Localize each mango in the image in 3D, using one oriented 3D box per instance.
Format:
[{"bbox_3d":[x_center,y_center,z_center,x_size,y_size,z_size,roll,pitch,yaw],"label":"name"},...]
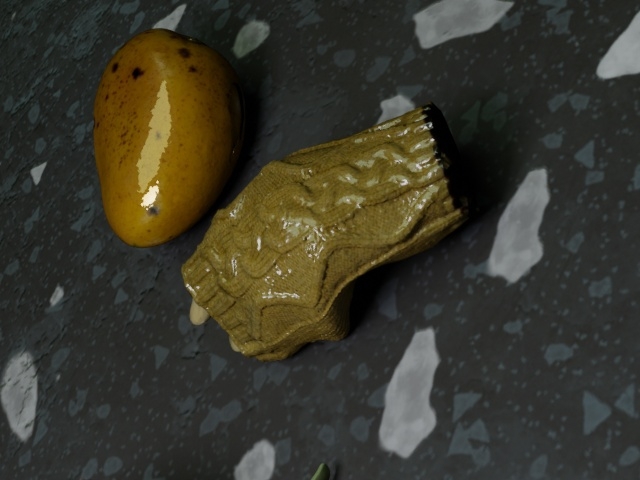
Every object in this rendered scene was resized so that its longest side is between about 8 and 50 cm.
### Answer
[{"bbox_3d":[-0.184,-0.126,1.583,0.191,0.160,0.290,-9,63,29],"label":"mango"}]

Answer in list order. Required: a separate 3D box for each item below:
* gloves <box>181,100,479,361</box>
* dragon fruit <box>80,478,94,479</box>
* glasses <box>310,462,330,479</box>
[{"bbox_3d":[-0.004,-0.011,1.341,0.356,0.155,0.203,-38,41,23],"label":"gloves"},{"bbox_3d":[-0.209,0.342,1.260,0.224,0.224,0.227,0,82,43],"label":"dragon fruit"},{"bbox_3d":[0.000,0.317,1.207,0.239,0.102,0.207,-42,16,16],"label":"glasses"}]
